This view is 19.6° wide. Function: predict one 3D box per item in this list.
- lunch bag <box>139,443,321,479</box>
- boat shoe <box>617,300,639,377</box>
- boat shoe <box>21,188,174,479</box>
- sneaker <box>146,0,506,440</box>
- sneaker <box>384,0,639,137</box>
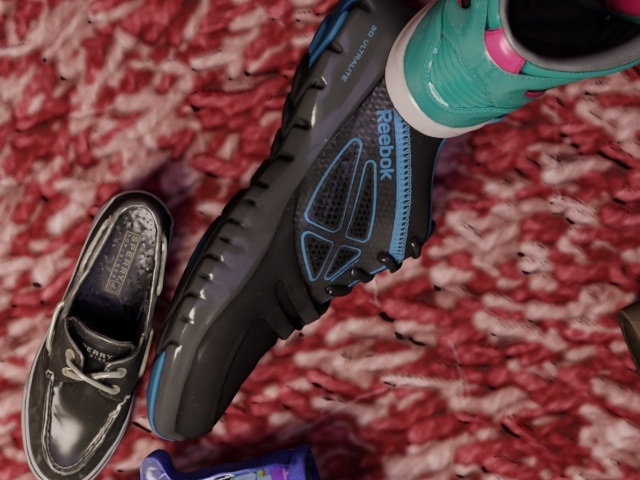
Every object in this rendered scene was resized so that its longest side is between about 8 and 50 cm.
[{"bbox_3d":[-0.080,0.288,1.268,0.221,0.138,0.293,-17,89,10],"label":"lunch bag"},{"bbox_3d":[0.317,0.167,1.299,0.104,0.111,0.307,-24,99,-1],"label":"boat shoe"},{"bbox_3d":[-0.156,0.071,1.267,0.078,0.070,0.219,15,95,-6],"label":"boat shoe"},{"bbox_3d":[0.000,0.000,1.245,0.140,0.125,0.340,30,94,-9],"label":"sneaker"},{"bbox_3d":[0.176,-0.192,1.171,0.124,0.178,0.295,45,69,-14],"label":"sneaker"}]
